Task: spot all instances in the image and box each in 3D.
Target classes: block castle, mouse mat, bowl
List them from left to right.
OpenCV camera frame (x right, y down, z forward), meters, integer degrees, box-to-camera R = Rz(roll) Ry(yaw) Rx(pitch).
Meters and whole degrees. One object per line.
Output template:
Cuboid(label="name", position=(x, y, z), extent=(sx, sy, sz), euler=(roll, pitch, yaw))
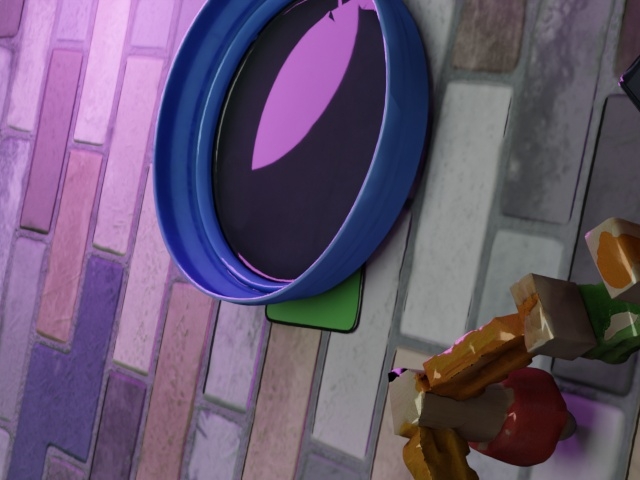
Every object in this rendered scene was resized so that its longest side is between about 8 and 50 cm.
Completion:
Cuboid(label="bowl", position=(-0.037, -0.120, 1.531), extent=(0.391, 0.077, 0.391), euler=(-16, 68, 46))
Cuboid(label="mouse mat", position=(0.000, 0.000, 1.526), extent=(0.152, 0.007, 0.190), euler=(5, 87, 49))
Cuboid(label="block castle", position=(0.278, 0.140, 1.018), extent=(0.453, 0.212, 0.303), euler=(-40, 52, 37))

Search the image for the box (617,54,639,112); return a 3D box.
Cuboid(label="box", position=(0.354, -0.144, 1.107), extent=(0.220, 0.051, 0.175), euler=(-52, 48, 28))
